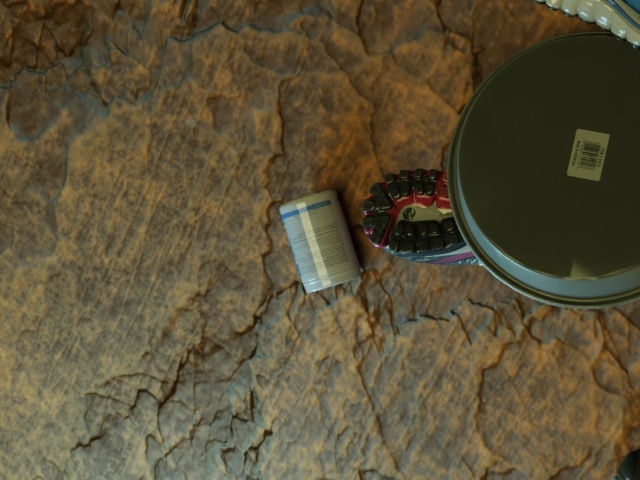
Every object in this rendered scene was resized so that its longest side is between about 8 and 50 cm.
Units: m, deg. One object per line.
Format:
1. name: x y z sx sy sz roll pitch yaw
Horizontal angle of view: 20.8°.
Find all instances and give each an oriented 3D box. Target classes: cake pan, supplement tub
1. cake pan: 0.268 -0.079 1.763 0.293 0.054 0.293 -3 78 14
2. supplement tub: 0.000 0.000 2.004 0.071 0.071 0.107 -17 89 33

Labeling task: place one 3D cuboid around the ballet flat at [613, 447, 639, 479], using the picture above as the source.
1. ballet flat: 0.418 0.323 1.801 0.096 0.095 0.280 -38 77 8

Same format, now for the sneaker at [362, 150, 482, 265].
1. sneaker: 0.200 -0.031 1.858 0.299 0.112 0.121 1 79 16

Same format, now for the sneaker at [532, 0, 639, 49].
1. sneaker: 0.336 -0.261 1.712 0.330 0.130 0.147 27 107 17
